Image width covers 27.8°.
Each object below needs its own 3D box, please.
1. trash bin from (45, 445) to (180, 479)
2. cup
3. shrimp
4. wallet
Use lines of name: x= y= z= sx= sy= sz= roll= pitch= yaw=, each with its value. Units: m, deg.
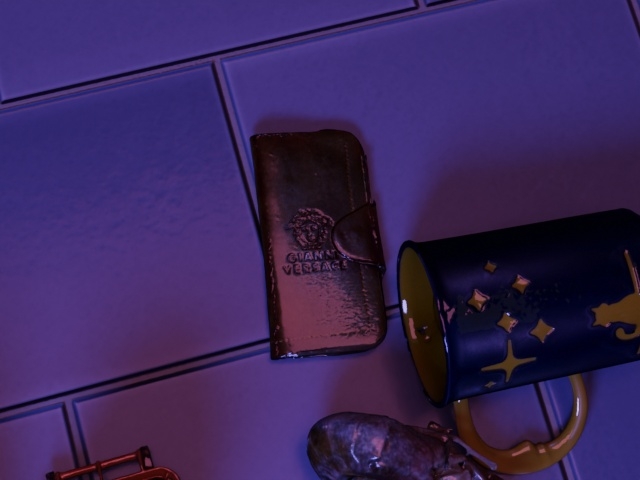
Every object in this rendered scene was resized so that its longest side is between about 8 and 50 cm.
trash bin: x=-0.197 y=0.289 z=1.226 sx=0.161 sy=0.238 sz=0.184 roll=-14 pitch=77 yaw=-9
cup: x=0.226 y=0.097 z=1.380 sx=0.256 sy=0.255 sz=0.178 roll=-9 pitch=41 yaw=-10
shrimp: x=0.141 y=0.269 z=1.322 sx=0.343 sy=0.145 sz=0.116 roll=29 pitch=39 yaw=-9
wallet: x=0.000 y=0.000 z=1.420 sx=0.137 sy=0.031 sz=0.255 roll=-5 pitch=77 yaw=-6
